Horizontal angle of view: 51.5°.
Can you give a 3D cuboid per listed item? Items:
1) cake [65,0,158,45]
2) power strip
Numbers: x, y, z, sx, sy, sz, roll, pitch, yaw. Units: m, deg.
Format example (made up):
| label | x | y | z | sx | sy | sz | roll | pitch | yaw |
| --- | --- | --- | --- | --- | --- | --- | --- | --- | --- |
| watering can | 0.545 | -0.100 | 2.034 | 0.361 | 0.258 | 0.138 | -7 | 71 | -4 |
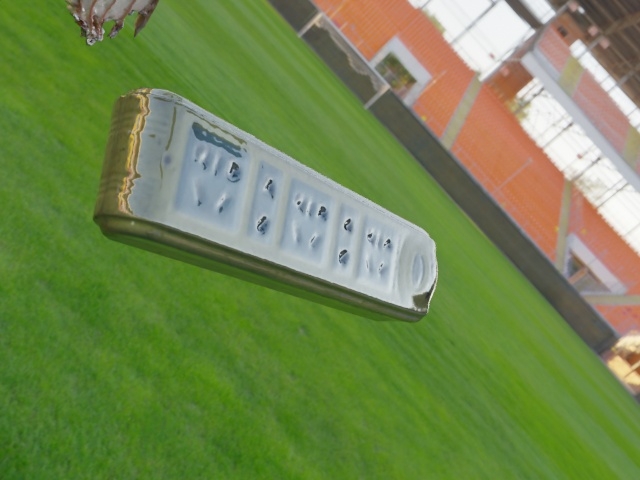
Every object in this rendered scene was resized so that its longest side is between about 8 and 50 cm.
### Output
| label | x | y | z | sx | sy | sz | roll | pitch | yaw |
| --- | --- | --- | --- | --- | --- | --- | --- | --- | --- |
| cake | -0.197 | -0.339 | 0.705 | 0.135 | 0.287 | 0.098 | 31 | 26 | 22 |
| power strip | 0.000 | 0.000 | 0.516 | 0.388 | 0.066 | 0.092 | 23 | 71 | -52 |
